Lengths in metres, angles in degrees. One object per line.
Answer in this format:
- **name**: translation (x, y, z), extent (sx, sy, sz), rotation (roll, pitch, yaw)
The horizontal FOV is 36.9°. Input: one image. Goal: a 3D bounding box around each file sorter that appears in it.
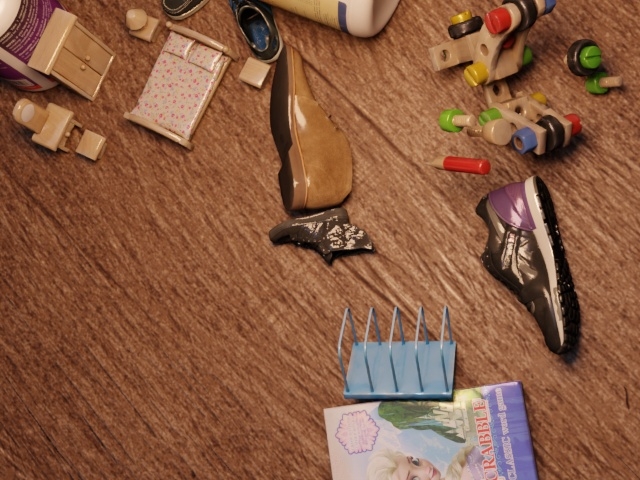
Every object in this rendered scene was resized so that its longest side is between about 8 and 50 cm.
- **file sorter**: translation (0.121, 0.171, 1.503), extent (0.170, 0.104, 0.118), rotation (-2, 38, 14)

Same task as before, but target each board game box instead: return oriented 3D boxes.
- **board game box**: translation (0.182, 0.397, 1.490), extent (0.318, 0.066, 0.318), rotation (-11, 77, 12)

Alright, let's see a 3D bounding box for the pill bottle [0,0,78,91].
- **pill bottle**: translation (-0.570, -0.395, 1.698), extent (0.182, 0.323, 0.181), rotation (-3, 79, 13)

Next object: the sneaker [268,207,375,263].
- **sneaker**: translation (0.000, 0.001, 1.620), extent (0.170, 0.051, 0.089), rotation (-16, 71, 7)

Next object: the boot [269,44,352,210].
- **boot**: translation (-0.019, -0.195, 1.656), extent (0.115, 0.112, 0.305), rotation (-3, 72, -17)

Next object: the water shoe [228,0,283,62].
- **water shoe**: translation (-0.123, -0.416, 1.716), extent (0.073, 0.080, 0.203), rotation (-28, 74, 7)

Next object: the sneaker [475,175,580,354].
- **sneaker**: translation (0.324, 0.049, 1.518), extent (0.124, 0.107, 0.283), rotation (-18, 71, 26)

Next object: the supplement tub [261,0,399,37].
- **supplement tub**: translation (-0.018, -0.496, 1.618), extent (0.316, 0.228, 0.228), rotation (24, 86, 13)

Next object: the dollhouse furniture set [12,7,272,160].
- **dollhouse furniture set**: translation (-0.319, -0.255, 1.687), extent (0.356, 0.174, 0.303), rotation (24, 87, 18)

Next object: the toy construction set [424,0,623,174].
- **toy construction set**: translation (0.263, -0.237, 1.536), extent (0.309, 0.257, 0.237), rotation (-50, 27, -15)

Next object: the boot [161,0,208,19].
- **boot**: translation (-0.227, -0.523, 1.710), extent (0.085, 0.178, 0.236), rotation (39, 90, 18)
